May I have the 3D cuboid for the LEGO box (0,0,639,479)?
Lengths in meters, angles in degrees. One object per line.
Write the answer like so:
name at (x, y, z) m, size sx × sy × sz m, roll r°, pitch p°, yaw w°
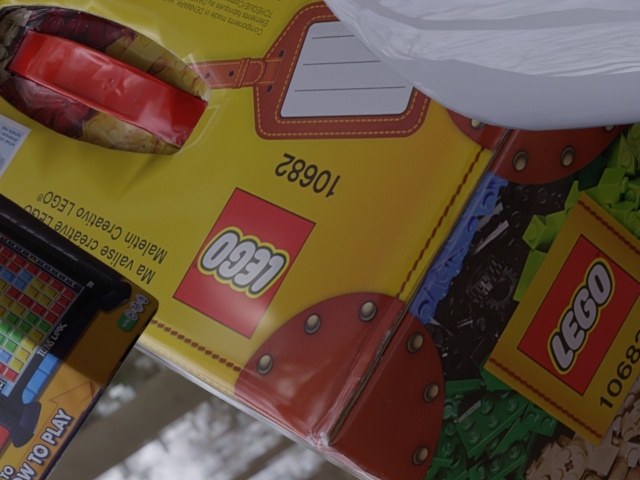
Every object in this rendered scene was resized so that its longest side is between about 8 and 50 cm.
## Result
LEGO box at (0.000, 0.000, 1.031) m, size 0.500 × 0.193 × 0.372 m, roll 25°, pitch 172°, yaw 47°

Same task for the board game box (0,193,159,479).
board game box at (-0.146, 0.044, 0.556) m, size 0.141 × 0.170 × 0.048 m, roll 33°, pitch -147°, yaw -3°

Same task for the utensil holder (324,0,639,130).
utensil holder at (0.198, -0.197, 0.553) m, size 0.328 × 0.385 × 0.327 m, roll 8°, pitch -101°, yaw -46°
